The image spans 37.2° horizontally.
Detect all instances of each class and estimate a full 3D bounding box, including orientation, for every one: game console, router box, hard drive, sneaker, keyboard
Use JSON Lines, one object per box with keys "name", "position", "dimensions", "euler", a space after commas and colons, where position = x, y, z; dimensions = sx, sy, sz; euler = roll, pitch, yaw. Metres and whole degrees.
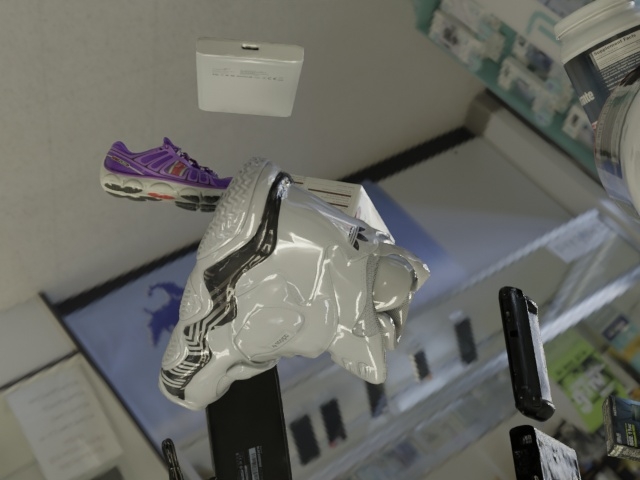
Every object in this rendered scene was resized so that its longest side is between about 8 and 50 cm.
{"name": "game console", "position": [0.319, 0.246, 1.400], "dimensions": [0.044, 0.361, 0.213], "euler": [-16, 152, 25]}
{"name": "router box", "position": [0.586, 0.357, 1.797], "dimensions": [0.122, 0.092, 0.038], "euler": [-80, -177, -48]}
{"name": "hard drive", "position": [-0.148, -0.326, 1.935], "dimensions": [0.203, 0.040, 0.307], "euler": [4, 168, -5]}
{"name": "sneaker", "position": [-0.034, 0.091, 0.968], "dimensions": [0.366, 0.210, 0.137], "euler": [114, 1, -46]}
{"name": "sneaker", "position": [-0.152, -0.075, 1.036], "dimensions": [0.068, 0.170, 0.071], "euler": [133, -34, -74]}
{"name": "keyboard", "position": [-0.132, 0.323, 1.319], "dimensions": [0.202, 0.033, 0.317], "euler": [-9, 94, -32]}

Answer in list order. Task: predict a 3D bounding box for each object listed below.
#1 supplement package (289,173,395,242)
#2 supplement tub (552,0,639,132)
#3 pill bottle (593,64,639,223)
{"name": "supplement package", "position": [0.000, 0.000, 1.778], "dimensions": [0.262, 0.204, 0.145], "euler": [51, 53, -61]}
{"name": "supplement tub", "position": [0.603, -0.345, 1.922], "dimensions": [0.191, 0.272, 0.191], "euler": [-24, 177, -1]}
{"name": "pill bottle", "position": [0.385, -0.088, 0.906], "dimensions": [0.210, 0.210, 0.363], "euler": [-50, 177, 12]}
